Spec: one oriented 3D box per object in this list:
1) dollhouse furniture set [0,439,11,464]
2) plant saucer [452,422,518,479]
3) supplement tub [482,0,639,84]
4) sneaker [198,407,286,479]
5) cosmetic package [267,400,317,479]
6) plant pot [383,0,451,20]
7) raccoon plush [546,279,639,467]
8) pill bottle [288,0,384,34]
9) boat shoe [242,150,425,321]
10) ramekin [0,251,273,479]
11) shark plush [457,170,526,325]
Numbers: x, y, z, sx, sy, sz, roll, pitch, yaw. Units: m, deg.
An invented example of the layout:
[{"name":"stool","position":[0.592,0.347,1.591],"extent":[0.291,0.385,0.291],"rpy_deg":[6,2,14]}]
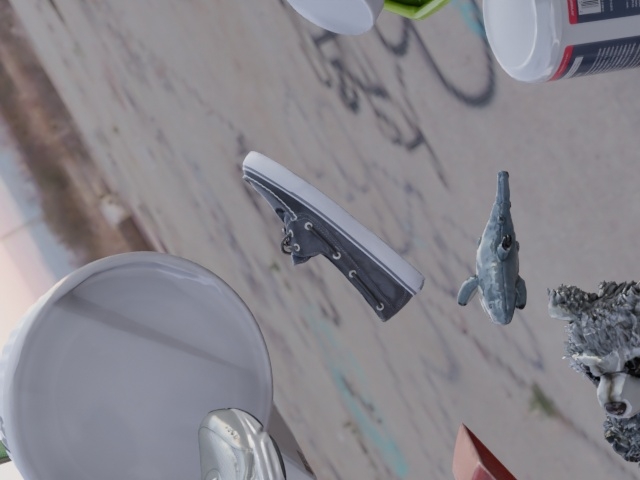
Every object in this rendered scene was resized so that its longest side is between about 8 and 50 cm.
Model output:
[{"name":"dollhouse furniture set","position":[-0.412,0.234,1.664],"extent":[0.076,0.151,0.058],"rpy_deg":[-173,68,-72]},{"name":"plant saucer","position":[0.224,0.311,1.507],"extent":[0.259,0.048,0.258],"rpy_deg":[46,-178,-1]},{"name":"supplement tub","position":[0.371,-0.316,1.971],"extent":[0.191,0.272,0.191],"rpy_deg":[170,90,-71]},{"name":"sneaker","position":[-0.082,0.253,1.197],"extent":[0.099,0.121,0.262],"rpy_deg":[107,153,-51]},{"name":"cosmetic package","position":[-0.219,0.354,2.073],"extent":[0.156,0.385,0.217],"rpy_deg":[41,-171,-45]},{"name":"plant pot","position":[0.077,-0.414,1.788],"extent":[0.227,0.207,0.228],"rpy_deg":[18,172,-10]},{"name":"raccoon plush","position":[0.413,0.080,1.898],"extent":[0.299,0.216,0.446],"rpy_deg":[58,-157,-29]},{"name":"pill bottle","position":[0.050,-0.300,1.355],"extent":[0.121,0.216,0.121],"rpy_deg":[22,160,9]},{"name":"boat shoe","position":[0.000,0.000,1.544],"extent":[0.228,0.076,0.080],"rpy_deg":[38,176,-4]},{"name":"ramekin","position":[-0.191,0.148,1.444],"extent":[0.127,0.273,0.273],"rpy_deg":[-6,117,61]},{"name":"shark plush","position":[0.198,0.010,1.564],"extent":[0.073,0.161,0.067],"rpy_deg":[15,174,0]}]
